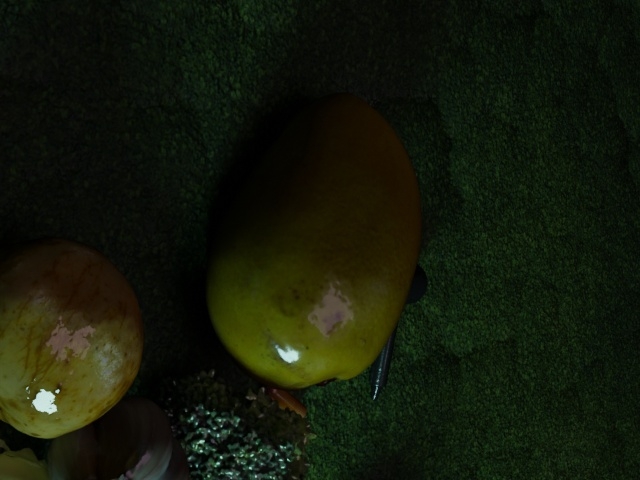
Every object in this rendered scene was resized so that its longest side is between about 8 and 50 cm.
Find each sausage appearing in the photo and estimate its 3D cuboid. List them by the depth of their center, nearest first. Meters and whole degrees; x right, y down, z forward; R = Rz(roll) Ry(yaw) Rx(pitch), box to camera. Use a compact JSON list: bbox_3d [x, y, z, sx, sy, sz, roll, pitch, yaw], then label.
[{"bbox_3d":[-0.060,0.250,1.855,0.107,0.031,0.031,45,66,-45],"label":"sausage"}]

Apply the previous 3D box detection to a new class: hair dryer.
[{"bbox_3d":[0.101,0.157,2.005,0.114,0.070,0.248,-3,110,-49],"label":"hair dryer"}]

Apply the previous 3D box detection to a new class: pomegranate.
[{"bbox_3d":[-0.325,0.114,1.379,0.248,0.248,0.248,-15,110,-46],"label":"pomegranate"}]

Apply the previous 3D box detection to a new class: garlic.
[{"bbox_3d":[-0.238,0.302,1.475,0.191,0.160,0.214,-99,168,-58],"label":"garlic"}]

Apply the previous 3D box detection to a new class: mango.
[{"bbox_3d":[0.000,0.000,1.702,0.300,0.232,0.446,22,70,-19],"label":"mango"}]

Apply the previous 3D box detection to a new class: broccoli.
[{"bbox_3d":[-0.125,0.326,1.644,0.259,0.235,0.288,-7,101,-49],"label":"broccoli"}]

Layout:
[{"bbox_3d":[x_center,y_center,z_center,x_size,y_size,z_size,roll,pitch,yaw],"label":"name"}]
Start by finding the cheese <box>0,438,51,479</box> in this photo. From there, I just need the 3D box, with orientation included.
[{"bbox_3d":[-0.421,0.394,1.409,0.259,0.128,0.316,34,70,-44],"label":"cheese"}]
